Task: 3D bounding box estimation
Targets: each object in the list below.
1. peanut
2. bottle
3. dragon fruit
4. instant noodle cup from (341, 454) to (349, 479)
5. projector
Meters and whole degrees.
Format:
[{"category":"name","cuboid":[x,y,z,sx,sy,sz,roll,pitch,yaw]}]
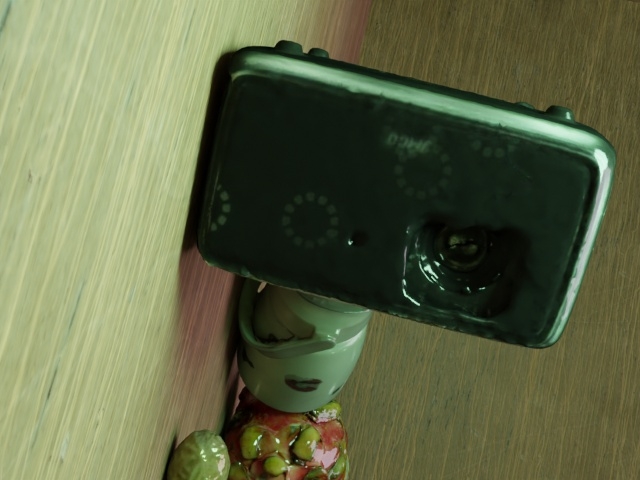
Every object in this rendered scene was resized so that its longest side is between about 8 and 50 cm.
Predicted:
[{"category":"peanut","cuboid":[-0.159,0.315,1.031,0.080,0.080,0.174,-71,175,-71]},{"category":"bottle","cuboid":[-0.023,0.127,1.367,0.351,0.229,0.229,112,-6,-56]},{"category":"dragon fruit","cuboid":[-0.069,0.383,1.547,0.291,0.250,0.269,-29,131,-76]},{"category":"instant noodle cup","cuboid":[-0.073,0.530,2.073,0.214,0.296,0.296,84,17,-55]},{"category":"projector","cuboid":[0.093,-0.077,0.969,0.405,0.395,0.242,-62,165,-77]}]
